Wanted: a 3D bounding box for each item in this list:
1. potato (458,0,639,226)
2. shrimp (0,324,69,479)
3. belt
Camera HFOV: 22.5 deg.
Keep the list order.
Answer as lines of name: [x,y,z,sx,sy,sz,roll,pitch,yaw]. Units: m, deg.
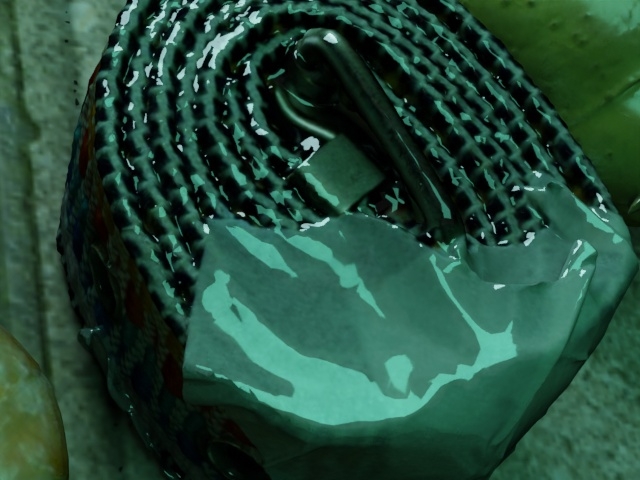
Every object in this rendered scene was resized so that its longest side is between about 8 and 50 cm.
potato: [0.116,-0.111,0.823,0.248,0.143,0.169,41,13,9]
shrimp: [-0.226,0.032,0.620,0.296,0.058,0.169,49,54,5]
belt: [0.000,0.000,0.686,0.207,0.150,0.257,-22,70,-26]
